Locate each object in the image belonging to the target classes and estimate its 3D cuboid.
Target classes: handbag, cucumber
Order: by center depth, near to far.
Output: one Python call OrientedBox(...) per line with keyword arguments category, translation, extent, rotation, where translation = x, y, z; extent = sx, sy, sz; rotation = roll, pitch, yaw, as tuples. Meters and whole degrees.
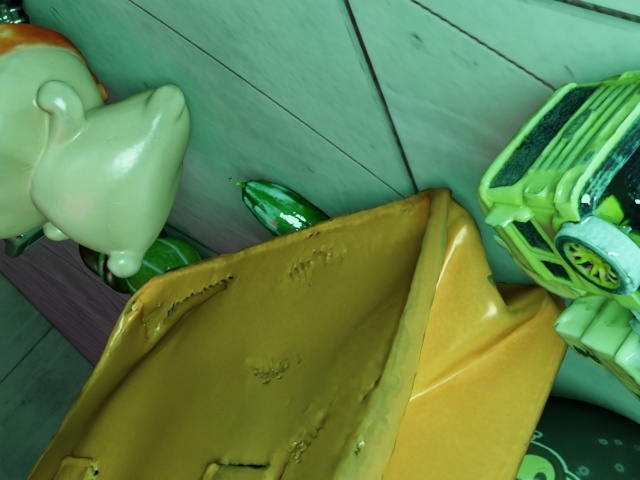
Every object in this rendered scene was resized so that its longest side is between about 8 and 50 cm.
OrientedBox(category="handbag", translation=(-0.058, 0.134, 0.642), extent=(0.116, 0.304, 0.410), rotation=(42, 148, -22))
OrientedBox(category="cucumber", translation=(0.000, 0.000, 0.734), extent=(0.168, 0.039, 0.039), rotation=(39, 162, -5))

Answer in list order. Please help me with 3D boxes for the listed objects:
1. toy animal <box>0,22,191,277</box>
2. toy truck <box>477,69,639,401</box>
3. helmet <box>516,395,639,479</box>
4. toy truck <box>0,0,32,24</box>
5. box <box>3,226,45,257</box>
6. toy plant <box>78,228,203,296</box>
OrientedBox(category="toy animal", translation=(-0.203, -0.076, 0.751), extent=(0.197, 0.171, 0.171), rotation=(23, 159, 9))
OrientedBox(category="toy truck", translation=(0.143, 0.017, 0.415), extent=(0.191, 0.085, 0.116), rotation=(46, 166, -25))
OrientedBox(category="helmet", translation=(0.151, 0.179, 0.632), extent=(0.230, 0.161, 0.278), rotation=(5, -175, 40))
OrientedBox(category="toy truck", translation=(-0.303, -0.155, 0.833), extent=(0.286, 0.136, 0.111), rotation=(93, 153, -64))
OrientedBox(category="box", translation=(-0.348, -0.054, 1.185), extent=(0.093, 0.124, 0.172), rotation=(53, 159, -6))
OrientedBox(category="toy plant", translation=(-0.189, 0.027, 1.093), extent=(0.162, 0.093, 0.093), rotation=(28, 158, 26))
